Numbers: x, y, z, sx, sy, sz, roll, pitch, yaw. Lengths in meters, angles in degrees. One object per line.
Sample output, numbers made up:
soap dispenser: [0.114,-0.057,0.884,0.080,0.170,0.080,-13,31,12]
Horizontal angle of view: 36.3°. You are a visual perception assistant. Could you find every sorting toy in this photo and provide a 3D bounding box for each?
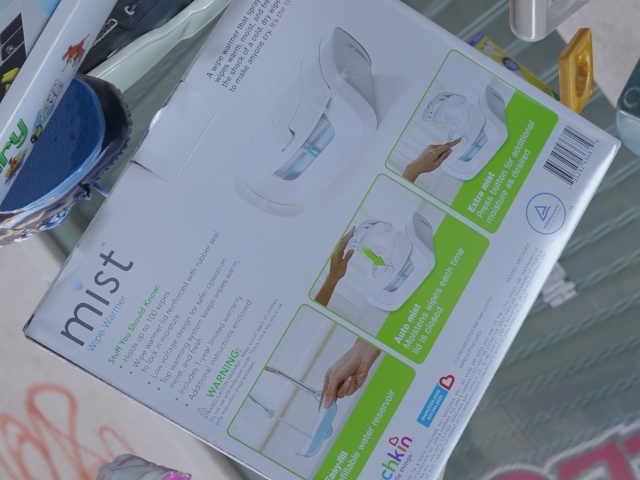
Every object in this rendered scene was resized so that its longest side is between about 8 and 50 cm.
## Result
sorting toy: [0.179,-0.261,0.766,0.047,0.347,0.196,8,-155,30]

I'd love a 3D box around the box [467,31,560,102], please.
box: [0.266,-0.209,1.386,0.105,0.179,0.043,-48,178,-44]

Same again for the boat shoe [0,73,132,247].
boat shoe: [-0.217,-0.055,0.711,0.258,0.109,0.089,-16,170,38]

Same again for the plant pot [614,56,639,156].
plant pot: [0.516,-0.179,1.217,0.252,0.248,0.247,12,108,-44]

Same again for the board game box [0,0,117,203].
board game box: [-0.240,-0.102,0.522,0.053,0.193,0.305,103,11,-74]

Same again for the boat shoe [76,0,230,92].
boat shoe: [-0.238,-0.283,1.239,0.340,0.113,0.127,-46,-177,-26]

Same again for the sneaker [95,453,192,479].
sneaker: [-0.254,0.349,1.371,0.252,0.111,0.103,94,18,-68]

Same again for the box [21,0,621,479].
box: [0.000,0.000,0.570,0.262,0.231,0.127,-60,-176,-8]

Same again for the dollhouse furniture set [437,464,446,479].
dollhouse furniture set: [0.069,0.225,1.811,0.257,0.362,0.394,11,-96,43]
